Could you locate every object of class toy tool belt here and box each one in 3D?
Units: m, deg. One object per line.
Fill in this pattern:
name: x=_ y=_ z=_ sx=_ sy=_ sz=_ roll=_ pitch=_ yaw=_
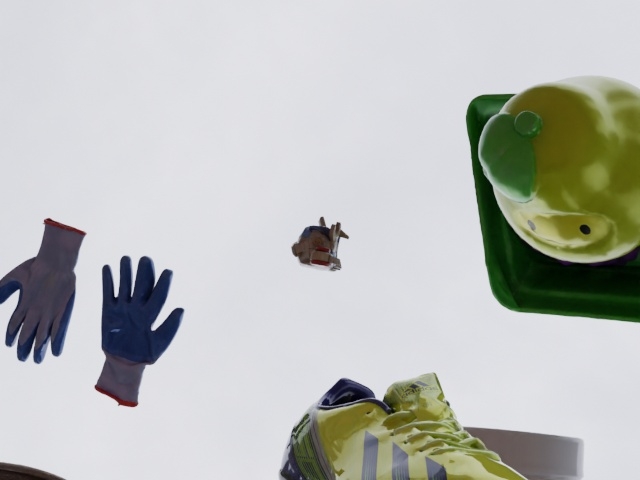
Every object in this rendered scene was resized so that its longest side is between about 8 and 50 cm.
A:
toy tool belt: x=0.000 y=0.000 z=1.215 sx=0.052 sy=0.083 sz=0.051 roll=10 pitch=-95 yaw=-5

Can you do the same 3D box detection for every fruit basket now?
fruit basket: x=0.292 y=-0.041 z=1.278 sx=0.392 sy=0.392 sz=0.283 roll=2 pitch=-70 yaw=38

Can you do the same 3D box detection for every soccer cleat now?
soccer cleat: x=0.058 y=0.136 z=0.819 sx=0.289 sy=0.093 sz=0.121 roll=-4 pitch=-121 yaw=65

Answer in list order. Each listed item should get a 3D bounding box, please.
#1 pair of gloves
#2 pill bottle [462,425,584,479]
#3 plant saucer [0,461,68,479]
pair of gloves: x=-0.235 y=0.070 z=1.307 sx=0.198 sy=0.023 sz=0.159 roll=22 pitch=-75 yaw=10
pill bottle: x=0.166 y=0.336 z=1.213 sx=0.176 sy=0.176 sz=0.319 roll=0 pitch=-101 yaw=38
plant saucer: x=-0.170 y=0.194 z=0.597 sx=0.036 sy=0.198 sz=0.199 roll=9 pitch=-95 yaw=57
